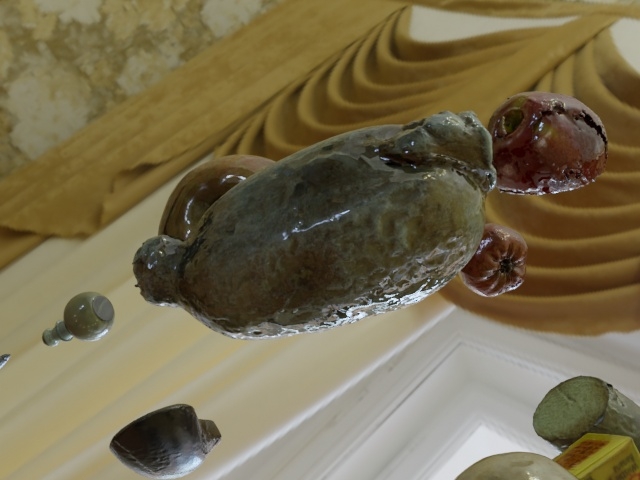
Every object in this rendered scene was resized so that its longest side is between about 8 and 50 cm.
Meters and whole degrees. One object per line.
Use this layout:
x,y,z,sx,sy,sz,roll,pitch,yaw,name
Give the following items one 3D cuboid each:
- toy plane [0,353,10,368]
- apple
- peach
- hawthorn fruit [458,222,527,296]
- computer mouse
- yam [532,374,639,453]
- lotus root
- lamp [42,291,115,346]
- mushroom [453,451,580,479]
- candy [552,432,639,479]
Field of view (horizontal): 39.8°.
-0.655,0.283,1.538,0.212,0.267,0.088,50,-1,13,toy plane
-0.087,0.001,1.009,0.188,0.188,0.174,41,-8,18,apple
0.279,-0.109,1.046,0.172,0.127,0.092,11,-1,-28,peach
0.276,0.034,1.477,0.140,0.125,0.125,-7,-57,37,hawthorn fruit
-0.238,0.333,1.395,0.264,0.147,0.088,69,-5,-72,computer mouse
0.545,0.376,1.588,0.304,0.168,0.168,38,-24,0,yam
0.001,0.002,0.815,0.175,0.350,0.174,-21,90,-84,lotus root
-0.451,0.154,1.618,0.163,0.091,0.091,-26,-73,27,lamp
0.190,0.285,0.850,0.166,0.166,0.127,26,-48,42,mushroom
0.329,0.367,0.973,0.276,0.146,0.088,65,-24,0,candy
